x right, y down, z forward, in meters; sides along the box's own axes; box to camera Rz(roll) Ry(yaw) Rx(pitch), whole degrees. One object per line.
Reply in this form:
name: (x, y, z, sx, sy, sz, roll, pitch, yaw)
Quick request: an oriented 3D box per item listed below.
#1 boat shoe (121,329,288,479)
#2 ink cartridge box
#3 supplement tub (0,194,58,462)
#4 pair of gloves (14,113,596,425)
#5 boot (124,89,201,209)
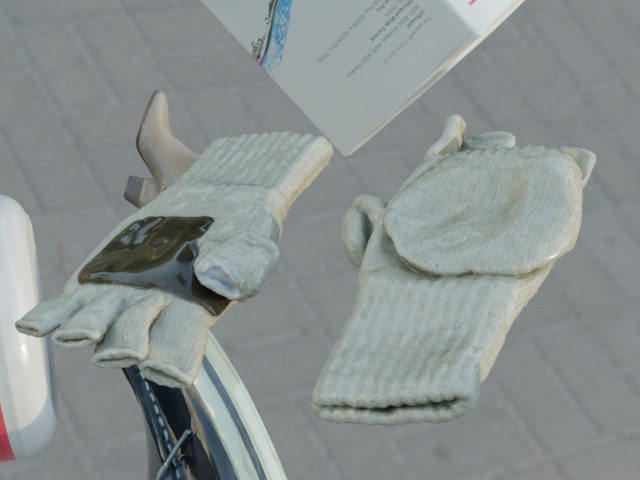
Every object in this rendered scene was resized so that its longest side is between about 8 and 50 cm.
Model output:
boat shoe: (-0.077, 0.247, 1.143, 0.156, 0.187, 0.500, -19, 73, -7)
ink cartridge box: (0.026, -0.219, 1.219, 0.233, 0.168, 0.171, 47, 43, -1)
supplement tub: (-0.330, 0.077, 1.153, 0.272, 0.191, 0.191, -8, 47, -7)
pair of gloves: (0.000, 0.000, 0.760, 0.240, 0.042, 0.204, 4, 37, 32)
boot: (-0.125, -0.069, 1.482, 0.087, 0.118, 0.042, 15, 3, 14)
